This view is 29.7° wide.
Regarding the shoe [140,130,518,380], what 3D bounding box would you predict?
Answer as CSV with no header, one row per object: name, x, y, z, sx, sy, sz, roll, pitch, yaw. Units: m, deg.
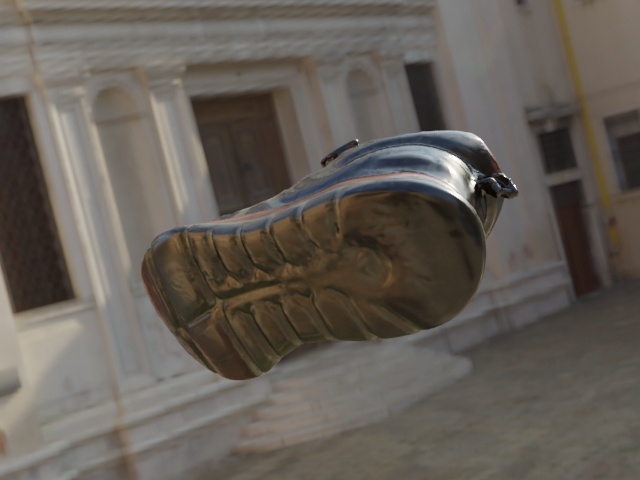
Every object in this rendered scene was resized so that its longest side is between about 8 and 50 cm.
shoe,0.000,0.000,0.753,0.291,0.114,0.137,-19,19,43
